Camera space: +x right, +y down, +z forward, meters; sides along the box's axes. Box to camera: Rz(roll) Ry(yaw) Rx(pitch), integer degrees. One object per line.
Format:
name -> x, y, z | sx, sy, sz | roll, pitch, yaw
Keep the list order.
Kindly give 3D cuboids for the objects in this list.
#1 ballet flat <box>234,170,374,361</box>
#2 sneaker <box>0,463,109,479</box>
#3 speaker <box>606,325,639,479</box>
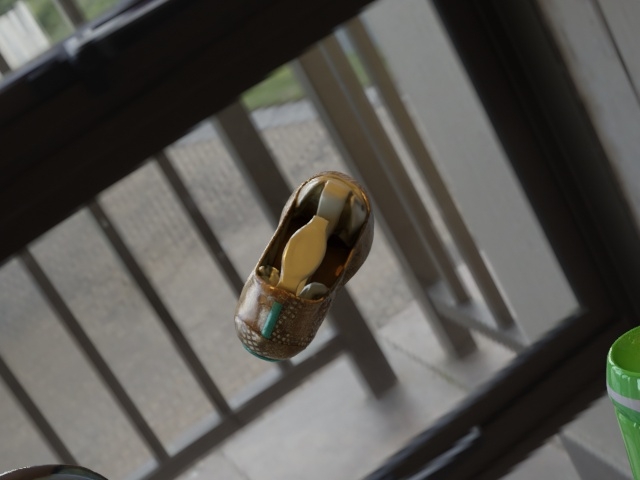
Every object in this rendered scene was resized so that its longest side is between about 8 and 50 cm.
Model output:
ballet flat -> 0.000, 0.000, 0.985 | 0.206, 0.073, 0.067 | -68, 0, -49
sneaker -> -0.088, 0.138, 0.586 | 0.053, 0.144, 0.059 | -49, 40, 14
speaker -> 0.373, 0.231, 1.404 | 0.131, 0.296, 0.131 | -16, 22, 7
